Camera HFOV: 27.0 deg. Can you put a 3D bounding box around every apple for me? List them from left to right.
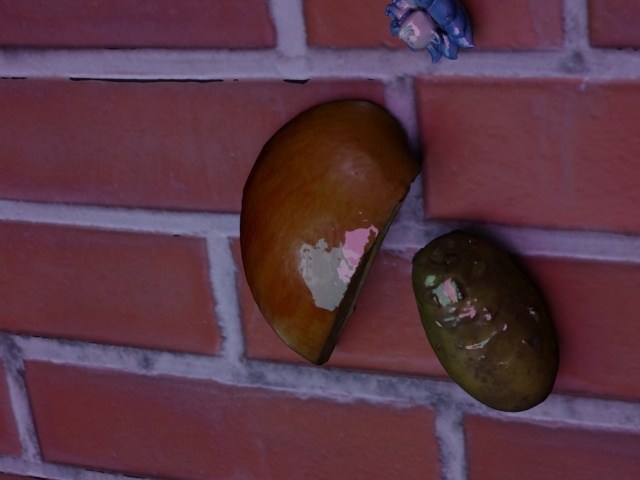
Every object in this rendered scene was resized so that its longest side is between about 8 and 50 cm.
[{"bbox_3d":[0.000,0.000,1.636,0.179,0.254,0.346,6,127,-25],"label":"apple"}]

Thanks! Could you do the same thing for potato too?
[{"bbox_3d":[0.199,0.100,1.597,0.149,0.113,0.251,-29,107,25],"label":"potato"}]

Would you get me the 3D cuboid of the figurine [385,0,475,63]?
[{"bbox_3d":[0.126,-0.240,1.487,0.114,0.079,0.114,31,148,22],"label":"figurine"}]
